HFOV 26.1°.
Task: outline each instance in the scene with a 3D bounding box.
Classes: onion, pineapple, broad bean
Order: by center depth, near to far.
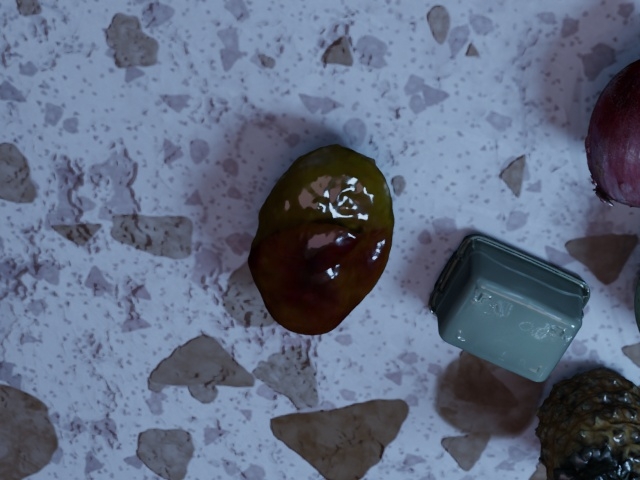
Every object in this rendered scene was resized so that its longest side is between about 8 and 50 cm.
[{"bbox_3d":[0.356,-0.128,1.433,0.159,0.159,0.195,-1,117,6],"label":"onion"},{"bbox_3d":[0.002,0.002,1.555,0.156,0.122,0.228,20,121,-2],"label":"broad bean"},{"bbox_3d":[0.326,0.267,1.571,0.158,0.279,0.158,2,114,4],"label":"pineapple"}]

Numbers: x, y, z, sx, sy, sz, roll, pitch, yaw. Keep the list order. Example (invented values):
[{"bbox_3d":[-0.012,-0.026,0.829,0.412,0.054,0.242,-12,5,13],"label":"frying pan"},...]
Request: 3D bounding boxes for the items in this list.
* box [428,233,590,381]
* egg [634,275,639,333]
[{"bbox_3d":[0.218,0.084,1.589,0.172,0.093,0.124,23,118,-6],"label":"box"},{"bbox_3d":[0.445,0.087,1.526,0.169,0.169,0.231,-34,126,21],"label":"egg"}]
